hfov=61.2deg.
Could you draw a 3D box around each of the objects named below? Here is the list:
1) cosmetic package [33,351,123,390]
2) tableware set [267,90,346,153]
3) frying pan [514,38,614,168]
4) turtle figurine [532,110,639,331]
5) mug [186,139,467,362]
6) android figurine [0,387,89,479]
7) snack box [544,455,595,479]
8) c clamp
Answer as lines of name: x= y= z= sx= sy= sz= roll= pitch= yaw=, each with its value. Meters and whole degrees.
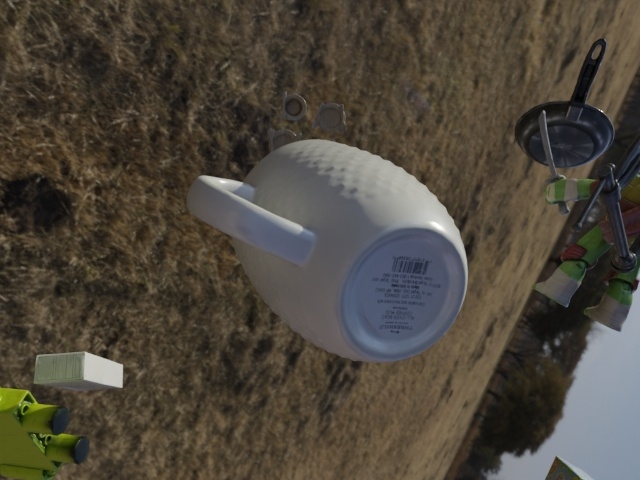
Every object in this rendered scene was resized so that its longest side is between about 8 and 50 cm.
cosmetic package: x=-0.511 y=0.285 z=1.165 sx=0.239 sy=0.098 sz=0.061 roll=97 pitch=-9 yaw=-71
tableware set: x=-0.029 y=-0.238 z=1.171 sx=0.020 sy=0.168 sz=0.141 roll=-105 pitch=-153 yaw=-79
frying pan: x=0.533 y=-0.242 z=1.099 sx=0.326 sy=0.197 sz=0.053 roll=125 pitch=-12 yaw=-64
turtle figurine: x=0.432 y=-0.021 z=0.817 sx=0.197 sy=0.274 sz=0.267 roll=21 pitch=99 yaw=-35
mug: x=0.000 y=0.000 z=0.734 sx=0.373 sy=0.328 sz=0.277 roll=21 pitch=98 yaw=-25
android figurine: x=-0.513 y=0.299 z=0.854 sx=0.056 sy=0.272 sz=0.248 roll=-77 pitch=166 yaw=-49
snack box: x=0.478 y=0.558 z=1.080 sx=0.207 sy=0.070 sz=0.174 roll=-61 pitch=168 yaw=-4
c clamp: x=0.272 y=-0.026 z=0.481 sx=0.137 sy=0.022 sz=0.160 roll=-56 pitch=132 yaw=-9
